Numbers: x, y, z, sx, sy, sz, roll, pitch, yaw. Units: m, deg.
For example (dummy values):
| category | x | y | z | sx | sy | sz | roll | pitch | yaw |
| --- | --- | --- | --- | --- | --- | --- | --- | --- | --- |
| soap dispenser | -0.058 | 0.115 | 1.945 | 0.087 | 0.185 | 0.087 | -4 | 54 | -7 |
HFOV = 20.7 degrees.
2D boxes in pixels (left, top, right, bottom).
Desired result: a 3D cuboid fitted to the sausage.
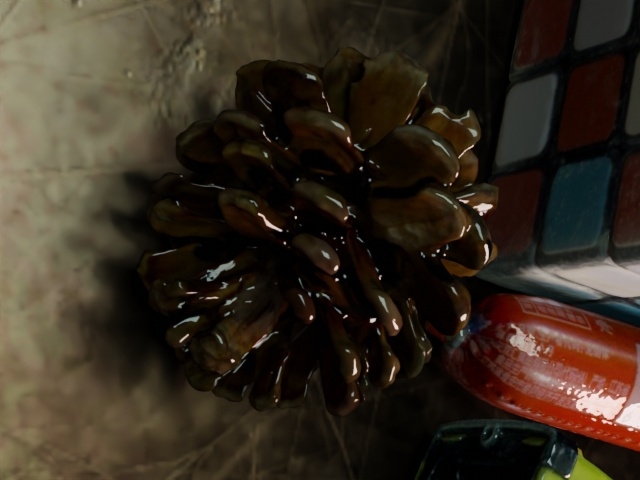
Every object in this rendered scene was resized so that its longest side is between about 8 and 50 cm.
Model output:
| category | x | y | z | sx | sy | sz | roll | pitch | yaw |
| --- | --- | --- | --- | --- | --- | --- | --- | --- | --- |
| sausage | 0.178 | 0.085 | 1.020 | 0.274 | 0.074 | 0.074 | 17 | 76 | -27 |

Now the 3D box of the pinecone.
| category | x | y | z | sx | sy | sz | roll | pitch | yaw |
| --- | --- | --- | --- | --- | --- | --- | --- | --- | --- |
| pinecone | -0.001 | -0.001 | 0.884 | 0.195 | 0.150 | 0.179 | -41 | 111 | -24 |

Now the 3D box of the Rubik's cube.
| category | x | y | z | sx | sy | sz | roll | pitch | yaw |
| --- | --- | --- | --- | --- | --- | --- | --- | --- | --- |
| Rubik's cube | 0.271 | -0.073 | 0.985 | 0.259 | 0.256 | 0.253 | 16 | 77 | -27 |

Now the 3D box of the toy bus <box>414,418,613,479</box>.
| category | x | y | z | sx | sy | sz | roll | pitch | yaw |
| --- | --- | --- | --- | --- | --- | --- | --- | --- | --- |
| toy bus | 0.082 | 0.237 | 0.917 | 0.150 | 0.128 | 0.262 | 34 | 70 | -23 |
